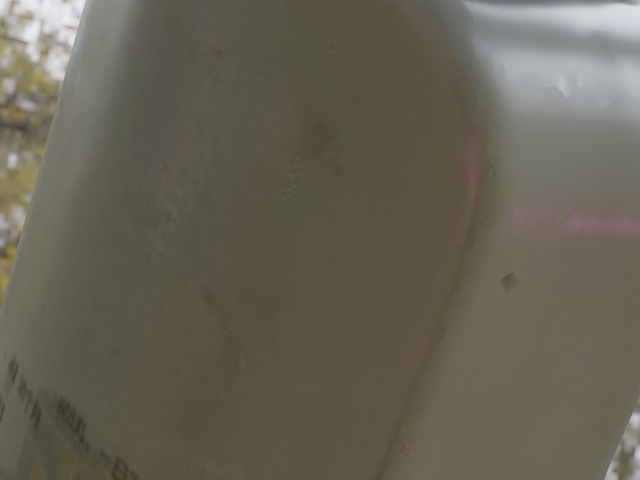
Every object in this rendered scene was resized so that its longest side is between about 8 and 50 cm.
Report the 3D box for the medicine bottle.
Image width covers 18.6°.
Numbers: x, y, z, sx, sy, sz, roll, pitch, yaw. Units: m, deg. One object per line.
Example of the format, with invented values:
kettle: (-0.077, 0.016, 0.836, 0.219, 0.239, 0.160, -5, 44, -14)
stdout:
medicine bottle: (0.000, 0.000, 0.414, 0.111, 0.296, 0.161, 2, 26, -33)
